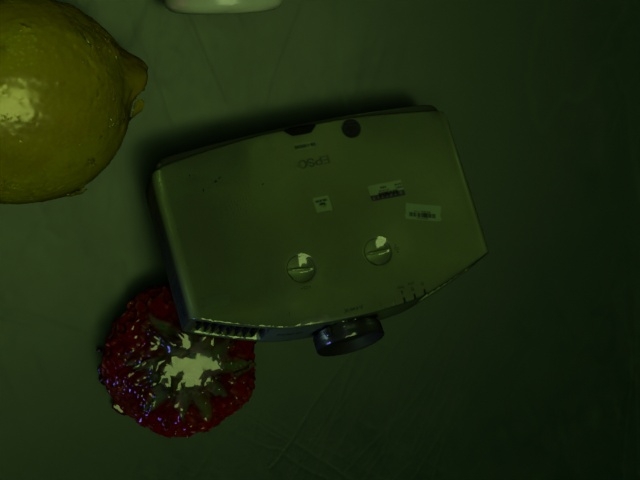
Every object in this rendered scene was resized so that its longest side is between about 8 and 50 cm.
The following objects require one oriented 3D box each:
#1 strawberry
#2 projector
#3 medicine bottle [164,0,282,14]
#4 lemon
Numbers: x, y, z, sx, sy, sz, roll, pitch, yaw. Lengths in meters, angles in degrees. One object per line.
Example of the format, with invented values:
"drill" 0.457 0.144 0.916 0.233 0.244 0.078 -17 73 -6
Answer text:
"strawberry" -0.124 0.105 1.671 0.145 0.086 0.145 -3 101 -14
"projector" 0.000 0.000 1.639 0.269 0.088 0.193 -12 74 -15
"medicine bottle" -0.084 -0.285 1.596 0.102 0.103 0.187 -4 102 -11
"lemon" -0.242 -0.116 1.561 0.206 0.173 0.173 -6 102 -10
